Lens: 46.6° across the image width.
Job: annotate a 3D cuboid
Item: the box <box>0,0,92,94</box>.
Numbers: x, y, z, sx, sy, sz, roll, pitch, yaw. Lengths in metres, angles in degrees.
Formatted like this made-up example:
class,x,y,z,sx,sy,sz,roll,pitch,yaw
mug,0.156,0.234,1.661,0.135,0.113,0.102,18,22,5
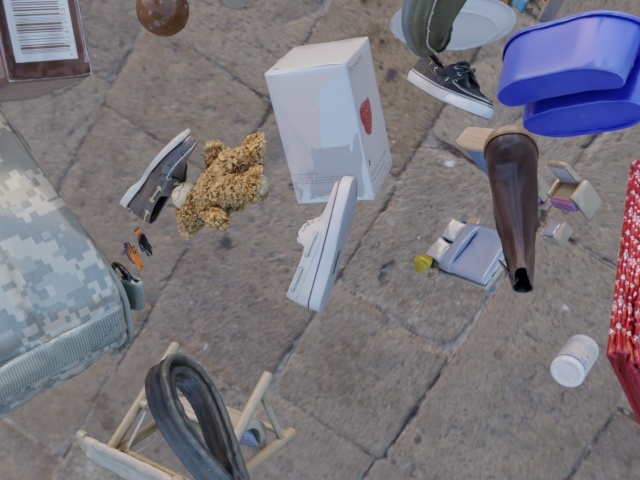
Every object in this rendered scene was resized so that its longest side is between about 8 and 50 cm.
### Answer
class,x,y,z,sx,sy,sz,roll,pitch,yaw
box,-0.528,-0.348,1.286,0.381,0.143,0.191,7,107,55

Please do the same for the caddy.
class,x,y,z,sx,sy,sz,roll,pitch,yaw
caddy,0.533,-0.351,1.536,0.341,0.241,0.179,-2,63,47

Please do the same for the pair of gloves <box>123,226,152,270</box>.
class,x,y,z,sx,sy,sz,roll,pitch,yaw
pair of gloves,-0.412,0.019,1.676,0.010,0.083,0.074,-12,120,26

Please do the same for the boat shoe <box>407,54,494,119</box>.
class,x,y,z,sx,sy,sz,roll,pitch,yaw
boat shoe,0.233,-0.277,1.290,0.080,0.228,0.076,16,109,-29

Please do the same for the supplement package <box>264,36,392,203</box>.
class,x,y,z,sx,sy,sz,roll,pitch,yaw
supplement package,0.025,-0.246,1.539,0.176,0.177,0.292,-2,120,22

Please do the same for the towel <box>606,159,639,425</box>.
class,x,y,z,sx,sy,sz,roll,pitch,yaw
towel,0.354,0.073,0.783,0.031,0.274,0.198,-7,133,35

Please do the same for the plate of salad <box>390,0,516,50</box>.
class,x,y,z,sx,sy,sz,roll,pitch,yaw
plate of salad,0.212,-0.357,1.197,0.200,0.200,0.048,-1,81,14

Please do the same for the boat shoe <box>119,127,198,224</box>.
class,x,y,z,sx,sy,sz,roll,pitch,yaw
boat shoe,-0.378,-0.150,1.812,0.097,0.116,0.324,45,130,-6

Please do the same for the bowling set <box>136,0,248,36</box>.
class,x,y,z,sx,sy,sz,roll,pitch,yaw
bowling set,-0.139,-0.325,0.754,0.200,0.287,0.154,-39,56,12

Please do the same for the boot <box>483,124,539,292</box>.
class,x,y,z,sx,sy,sz,roll,pitch,yaw
boot,0.328,-0.048,1.227,0.090,0.248,0.206,-8,59,14

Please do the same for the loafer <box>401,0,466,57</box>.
class,x,y,z,sx,sy,sz,roll,pitch,yaw
loafer,0.169,-0.348,0.999,0.088,0.251,0.094,26,58,22

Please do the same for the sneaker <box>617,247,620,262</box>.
class,x,y,z,sx,sy,sz,roll,pitch,yaw
sneaker,0.562,-0.005,1.062,0.283,0.110,0.122,-37,109,26

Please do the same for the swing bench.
class,x,y,z,sx,sy,sz,roll,pitch,yaw
swing bench,-0.228,0.337,1.283,0.253,0.254,0.165,11,133,36

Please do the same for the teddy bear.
class,x,y,z,sx,sy,sz,roll,pitch,yaw
teddy bear,-0.236,-0.125,1.703,0.338,0.113,0.244,-4,79,47

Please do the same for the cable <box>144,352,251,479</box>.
class,x,y,z,sx,sy,sz,roll,pitch,yaw
cable,-0.041,0.211,0.537,0.072,0.140,0.287,-33,60,29

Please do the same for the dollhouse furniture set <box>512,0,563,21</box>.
class,x,y,z,sx,sy,sz,roll,pitch,yaw
dollhouse furniture set,0.441,-0.586,1.613,0.130,0.183,0.128,0,135,-23

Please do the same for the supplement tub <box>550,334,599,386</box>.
class,x,y,z,sx,sy,sz,roll,pitch,yaw
supplement tub,0.521,0.246,1.522,0.071,0.107,0.070,16,119,31

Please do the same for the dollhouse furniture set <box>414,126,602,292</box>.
class,x,y,z,sx,sy,sz,roll,pitch,yaw
dollhouse furniture set,0.331,-0.044,1.495,0.198,0.286,0.303,42,82,-26

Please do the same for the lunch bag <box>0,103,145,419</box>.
class,x,y,z,sx,sy,sz,roll,pitch,yaw
lunch bag,-0.301,0.042,0.465,0.256,0.305,0.212,37,142,30

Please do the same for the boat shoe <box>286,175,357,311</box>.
class,x,y,z,sx,sy,sz,roll,pitch,yaw
boat shoe,0.000,0.000,1.413,0.088,0.096,0.267,18,105,14
